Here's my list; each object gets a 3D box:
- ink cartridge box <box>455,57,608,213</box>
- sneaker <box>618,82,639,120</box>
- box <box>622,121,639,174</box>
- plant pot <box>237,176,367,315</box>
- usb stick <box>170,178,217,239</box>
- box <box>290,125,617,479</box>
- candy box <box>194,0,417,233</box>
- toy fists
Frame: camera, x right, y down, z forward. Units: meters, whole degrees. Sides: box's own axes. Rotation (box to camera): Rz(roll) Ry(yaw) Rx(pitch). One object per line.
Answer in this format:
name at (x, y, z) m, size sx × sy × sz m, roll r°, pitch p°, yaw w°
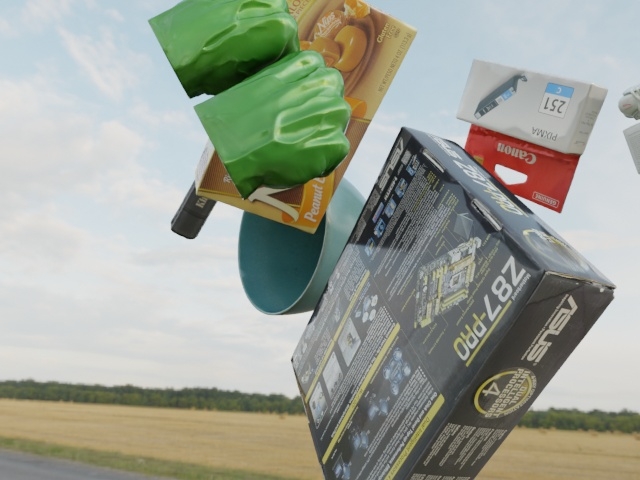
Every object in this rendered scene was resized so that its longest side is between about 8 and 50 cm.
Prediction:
ink cartridge box at (0.414, -0.228, 1.211) m, size 0.066 × 0.260 × 0.296 m, roll -2°, pitch 24°, yaw -36°
sneaker at (0.619, -0.267, 1.056) m, size 0.115 × 0.090 × 0.232 m, roll -20°, pitch -9°, yaw 13°
box at (0.598, -0.169, 0.976) m, size 0.101 × 0.087 × 0.102 m, roll -5°, pitch -13°, yaw -37°
plant pot at (0.000, 0.000, 1.071) m, size 0.196 × 0.289 × 0.290 m, roll 10°, pitch -18°, yaw -36°
usb stick at (-0.286, -0.122, 1.424) m, size 0.077 × 0.278 × 0.045 m, roll 30°, pitch 21°, yaw -12°
box at (0.099, 0.107, 0.664) m, size 0.097 × 0.318 × 0.394 m, roll 14°, pitch -64°, yaw -22°
candy box at (-0.030, -0.181, 0.778) m, size 0.183 × 0.087 × 0.316 m, roll 19°, pitch -67°, yaw -22°
toy fists at (-0.067, -0.166, 0.597) m, size 0.142 × 0.279 × 0.096 m, roll -28°, pitch -29°, yaw -4°
